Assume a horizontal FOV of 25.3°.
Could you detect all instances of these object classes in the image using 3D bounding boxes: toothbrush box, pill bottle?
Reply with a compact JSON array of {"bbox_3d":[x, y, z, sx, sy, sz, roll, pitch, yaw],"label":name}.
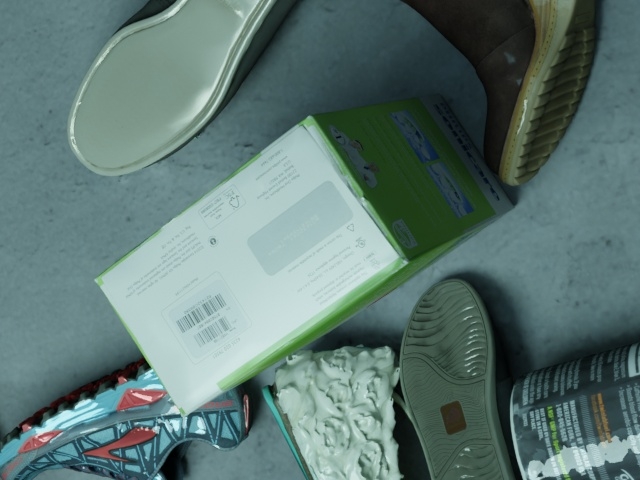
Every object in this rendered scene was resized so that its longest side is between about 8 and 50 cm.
[{"bbox_3d":[0.000,0.000,1.066,0.206,0.283,0.122,-35,86,22],"label":"toothbrush box"},{"bbox_3d":[0.277,0.132,1.061,0.246,0.130,0.130,-18,92,23],"label":"pill bottle"}]

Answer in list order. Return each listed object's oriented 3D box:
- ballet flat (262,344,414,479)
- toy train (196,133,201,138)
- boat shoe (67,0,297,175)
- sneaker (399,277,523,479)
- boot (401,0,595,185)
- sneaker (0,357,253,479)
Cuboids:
[{"bbox_3d":[0.078,0.272,1.168,0.147,0.147,0.409,-20,91,23],"label":"ballet flat"},{"bbox_3d":[-0.135,-0.118,1.245,0.083,0.017,0.023,33,98,14],"label":"toy train"},{"bbox_3d":[-0.083,-0.183,1.180,0.112,0.095,0.335,44,114,5],"label":"boat shoe"},{"bbox_3d":[0.130,0.147,1.157,0.083,0.118,0.222,-18,62,24],"label":"sneaker"},{"bbox_3d":[0.110,-0.184,1.118,0.207,0.090,0.248,20,107,30],"label":"boot"},{"bbox_3d":[-0.177,0.183,1.264,0.262,0.104,0.125,-26,91,23],"label":"sneaker"}]
